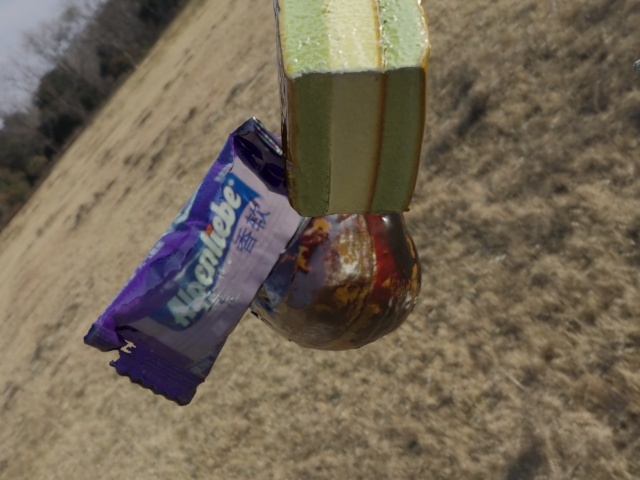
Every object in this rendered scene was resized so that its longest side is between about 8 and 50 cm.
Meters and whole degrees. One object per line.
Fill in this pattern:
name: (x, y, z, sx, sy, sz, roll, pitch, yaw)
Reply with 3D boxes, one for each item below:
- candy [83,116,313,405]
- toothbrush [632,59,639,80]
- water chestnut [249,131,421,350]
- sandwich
candy: (-0.094, 0.020, 0.807, 0.275, 0.145, 0.070, -54, 39, -8)
toothbrush: (0.294, -0.099, 0.707, 0.017, 0.194, 0.014, -36, 51, 19)
water chestnut: (0.000, 0.000, 1.071, 0.244, 0.289, 0.289, -43, 17, -9)
sandwich: (0.022, -0.129, 0.720, 0.187, 0.117, 0.144, 90, 177, -54)
